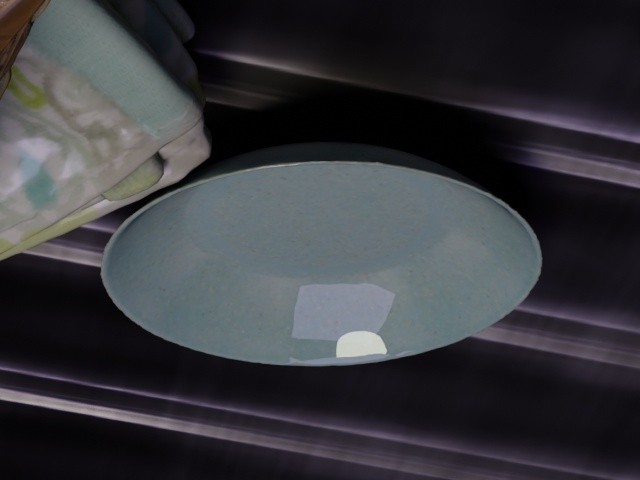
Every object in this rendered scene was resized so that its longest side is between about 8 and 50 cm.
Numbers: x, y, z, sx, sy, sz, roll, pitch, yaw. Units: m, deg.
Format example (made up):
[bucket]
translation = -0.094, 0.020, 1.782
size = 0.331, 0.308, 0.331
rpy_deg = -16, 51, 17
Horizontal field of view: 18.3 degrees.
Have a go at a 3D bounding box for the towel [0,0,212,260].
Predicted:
[towel]
translation = -0.262, -0.093, 0.751
size = 0.320, 0.090, 0.374
rpy_deg = -23, 134, 24

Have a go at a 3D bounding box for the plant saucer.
[plant saucer]
translation = 0.000, 0.000, 0.884
size = 0.195, 0.037, 0.195
rpy_deg = -2, 151, -1

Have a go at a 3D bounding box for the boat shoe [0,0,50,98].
[boat shoe]
translation = -0.136, -0.091, 0.642
size = 0.105, 0.089, 0.285
rpy_deg = 19, 126, -11
